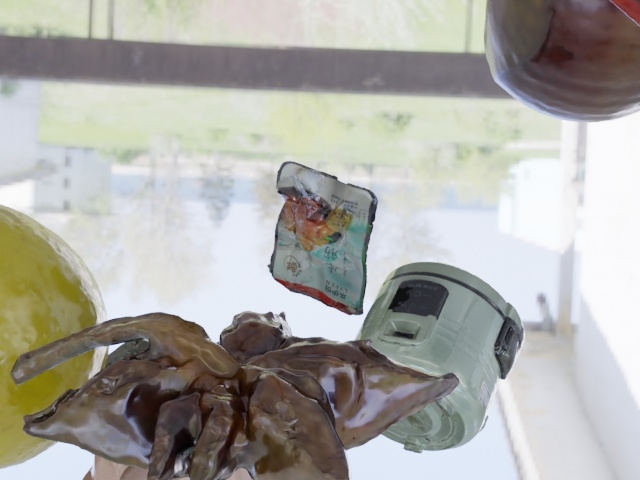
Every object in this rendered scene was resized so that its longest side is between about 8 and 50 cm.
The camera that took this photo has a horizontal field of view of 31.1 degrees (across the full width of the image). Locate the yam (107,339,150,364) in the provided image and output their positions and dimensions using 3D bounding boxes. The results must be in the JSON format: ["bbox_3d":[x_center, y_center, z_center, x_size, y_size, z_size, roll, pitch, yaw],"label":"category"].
[{"bbox_3d":[-0.219,0.263,1.842,0.271,0.201,0.202,31,157,40],"label":"yam"}]

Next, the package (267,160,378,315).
[{"bbox_3d":[0.000,0.000,1.646,0.166,0.232,0.040,25,-140,20],"label":"package"}]

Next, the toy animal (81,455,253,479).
[{"bbox_3d":[-0.116,0.301,1.226,0.326,0.269,0.237,29,-139,24],"label":"toy animal"}]

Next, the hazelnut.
[{"bbox_3d":[0.433,-0.370,1.792,0.402,0.402,0.429,2,146,-9],"label":"hazelnut"}]

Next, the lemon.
[{"bbox_3d":[-0.423,0.112,1.376,0.348,0.348,0.348,2,-179,0],"label":"lemon"}]

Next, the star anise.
[{"bbox_3d":[-0.076,0.117,0.917,0.292,0.109,0.349,-5,-167,-38],"label":"star anise"}]

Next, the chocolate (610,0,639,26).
[{"bbox_3d":[0.450,-0.299,1.258,0.237,0.235,0.108,40,-140,-2],"label":"chocolate"}]

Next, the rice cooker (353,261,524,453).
[{"bbox_3d":[0.157,0.154,1.608,0.226,0.226,0.244,3,-137,32],"label":"rice cooker"}]
